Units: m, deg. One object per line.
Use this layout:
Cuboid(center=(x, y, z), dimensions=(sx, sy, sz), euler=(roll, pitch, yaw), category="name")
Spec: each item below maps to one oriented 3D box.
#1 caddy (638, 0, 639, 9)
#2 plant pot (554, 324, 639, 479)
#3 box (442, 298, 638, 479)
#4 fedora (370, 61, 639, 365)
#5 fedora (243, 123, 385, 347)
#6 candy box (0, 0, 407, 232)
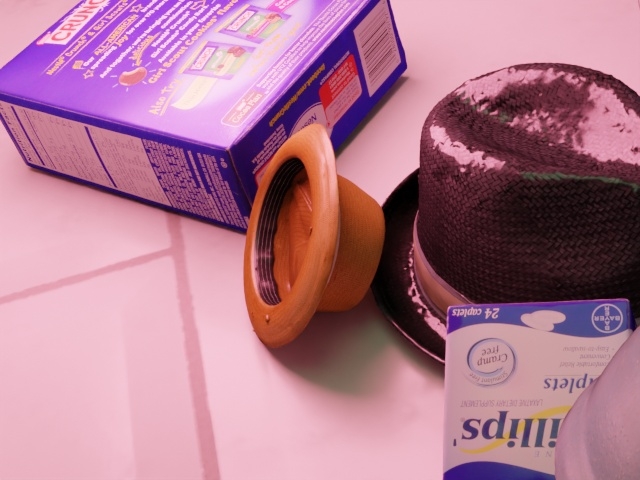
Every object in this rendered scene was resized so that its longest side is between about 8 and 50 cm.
Cuboid(center=(0.352, -0.212, 1.085), dimensions=(0.179, 0.241, 0.341), euler=(-7, 27, 16), category="caddy")
Cuboid(center=(0.300, 0.101, 0.709), dimensions=(0.293, 0.196, 0.293), euler=(15, 33, -10), category="plant pot")
Cuboid(center=(0.152, 0.115, 0.896), dimensions=(0.126, 0.072, 0.137), euler=(-3, 69, 16), category="box")
Cuboid(center=(0.185, -0.035, 1.032), dimensions=(0.334, 0.152, 0.334), euler=(-10, 41, 9), category="fedora")
Cuboid(center=(0.000, 0.000, 1.085), dimensions=(0.079, 0.194, 0.194), euler=(14, 34, -22), category="fedora")
Cuboid(center=(-0.122, -0.161, 1.303), dimensions=(0.317, 0.122, 0.268), euler=(17, 52, 32), category="candy box")
